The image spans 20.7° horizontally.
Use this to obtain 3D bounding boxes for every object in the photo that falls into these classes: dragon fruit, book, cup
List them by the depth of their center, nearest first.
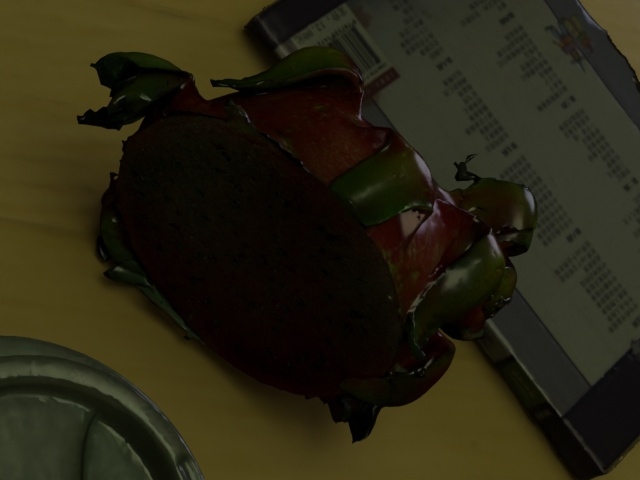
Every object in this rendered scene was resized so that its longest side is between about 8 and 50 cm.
[{"bbox_3d":[-0.102,0.097,0.498,0.120,0.141,0.120,10,68,-25],"label":"cup"},{"bbox_3d":[0.000,0.000,0.628,0.175,0.138,0.142,-11,110,-47],"label":"dragon fruit"},{"bbox_3d":[0.089,-0.033,0.744,0.157,0.026,0.231,-37,90,-34],"label":"book"}]
